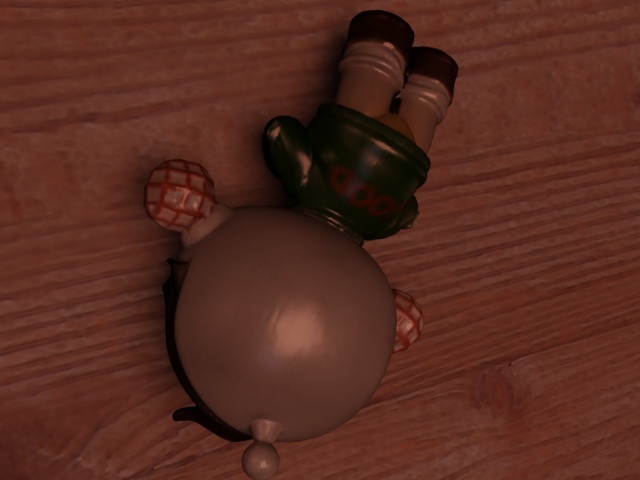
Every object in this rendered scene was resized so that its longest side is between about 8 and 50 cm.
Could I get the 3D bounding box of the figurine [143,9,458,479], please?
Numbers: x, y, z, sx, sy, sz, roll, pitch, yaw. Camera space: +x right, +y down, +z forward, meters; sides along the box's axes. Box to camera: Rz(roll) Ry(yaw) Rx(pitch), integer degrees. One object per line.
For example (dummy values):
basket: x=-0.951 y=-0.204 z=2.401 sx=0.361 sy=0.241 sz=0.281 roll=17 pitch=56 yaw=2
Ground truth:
figurine: x=0.000 y=0.000 z=0.694 sx=0.281 sy=0.167 sz=0.370 roll=32 pitch=75 yaw=-29
